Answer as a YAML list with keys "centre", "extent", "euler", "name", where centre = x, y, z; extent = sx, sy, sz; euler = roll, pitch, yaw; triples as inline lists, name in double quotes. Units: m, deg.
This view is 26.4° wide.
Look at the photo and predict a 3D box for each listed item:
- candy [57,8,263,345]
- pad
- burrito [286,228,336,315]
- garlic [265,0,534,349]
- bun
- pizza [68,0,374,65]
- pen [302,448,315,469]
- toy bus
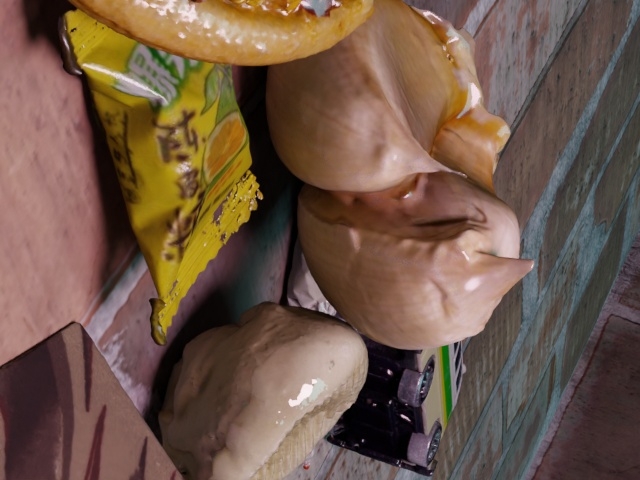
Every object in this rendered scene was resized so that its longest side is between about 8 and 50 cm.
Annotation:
- centre: [-0.105, -0.083, 0.976]
  extent: [0.297, 0.081, 0.187]
  euler: [85, 28, -43]
  name: "candy"
- centre: [-0.192, 0.201, 0.888]
  extent: [0.004, 0.220, 0.330]
  euler: [-32, -177, 32]
  name: "pad"
- centre: [0.001, 0.000, 1.357]
  extent: [0.064, 0.064, 0.203]
  euler: [-41, 144, -54]
  name: "burrito"
- centre: [0.068, -0.063, 1.170]
  extent: [0.313, 0.249, 0.286]
  euler: [-68, 165, -55]
  name: "garlic"
- centre: [-0.062, 0.139, 1.215]
  extent: [0.231, 0.133, 0.231]
  euler: [-43, 168, -11]
  name: "bun"
- centre: [-0.063, -0.227, 0.868]
  extent: [0.289, 0.081, 0.228]
  euler: [8, 77, -42]
  name: "pizza"
- centre: [-0.019, 0.192, 1.526]
  extent: [0.026, 0.026, 0.218]
  euler: [-55, 154, -37]
  name: "pen"
- centre: [0.085, 0.121, 1.562]
  extent: [0.305, 0.143, 0.179]
  euler: [79, 34, -53]
  name: "toy bus"
